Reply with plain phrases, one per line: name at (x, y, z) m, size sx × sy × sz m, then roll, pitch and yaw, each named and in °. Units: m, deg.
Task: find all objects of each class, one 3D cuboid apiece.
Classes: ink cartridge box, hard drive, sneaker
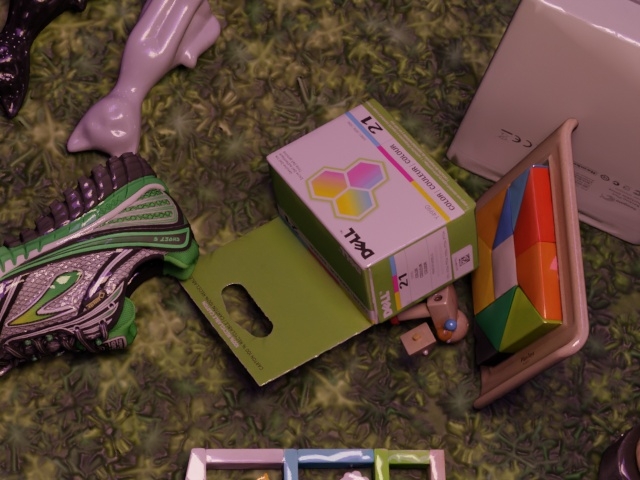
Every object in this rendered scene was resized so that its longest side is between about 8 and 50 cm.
ink cartridge box at (0.000, 0.000, 1.602) m, size 0.255 × 0.097 × 0.189 m, roll -29°, pitch 52°, yaw -16°
hard drive at (0.267, -0.118, 1.575) m, size 0.233 × 0.353 × 0.047 m, roll 25°, pitch 68°, yaw 2°
sneaker at (-0.260, 0.065, 1.559) m, size 0.343 × 0.134 × 0.146 m, roll -40°, pitch 83°, yaw -18°

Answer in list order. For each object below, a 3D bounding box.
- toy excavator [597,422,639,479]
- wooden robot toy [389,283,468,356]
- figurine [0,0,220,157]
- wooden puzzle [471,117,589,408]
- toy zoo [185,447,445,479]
toy excavator at (0.568, 0.222, 1.585) m, size 0.445 × 0.222 × 0.433 m, roll -35°, pitch 79°, yaw -26°
wooden robot toy at (0.116, 0.070, 1.650) m, size 0.076 × 0.079 × 0.173 m, roll -11°, pitch 42°, yaw 21°
figurine at (-0.240, -0.195, 1.689) m, size 0.215 × 0.092 × 0.209 m, roll 28°, pitch 77°, yaw 2°
wooden puzzle at (0.190, 0.025, 1.584) m, size 0.044 × 0.221 × 0.238 m, roll 9°, pitch 68°, yaw -16°
toy zoo at (-0.023, 0.294, 1.561) m, size 0.293 × 0.030 × 0.192 m, roll 0°, pitch 70°, yaw -7°
